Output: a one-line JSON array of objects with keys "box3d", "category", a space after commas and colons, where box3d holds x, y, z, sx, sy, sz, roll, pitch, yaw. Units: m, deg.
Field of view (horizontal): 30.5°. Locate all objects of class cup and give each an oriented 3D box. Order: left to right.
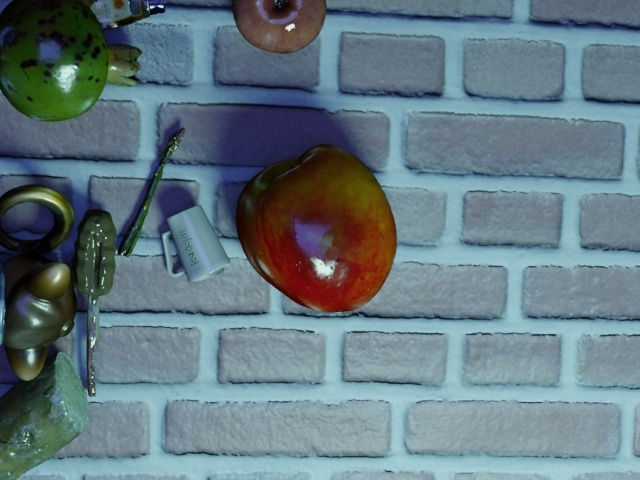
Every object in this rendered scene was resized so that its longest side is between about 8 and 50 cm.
[{"box3d": [-0.211, 0.012, 1.906, 0.104, 0.074, 0.116, -24, 92, 22], "category": "cup"}]

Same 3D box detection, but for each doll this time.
[{"box3d": [-0.541, 0.068, 1.794, 0.339, 0.209, 0.318, 6, 106, -9], "category": "doll"}]

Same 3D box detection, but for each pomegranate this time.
[{"box3d": [-0.392, -0.283, 1.819, 0.247, 0.202, 0.202, -3, 93, -38], "category": "pomegranate"}]

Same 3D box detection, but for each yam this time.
[{"box3d": [-0.502, 0.321, 1.836, 0.330, 0.133, 0.133, -37, 96, -3], "category": "yam"}]

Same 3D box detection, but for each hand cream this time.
[{"box3d": [-0.332, -0.372, 1.887, 0.163, 0.039, 0.062, -9, 109, -6], "category": "hand cream"}]

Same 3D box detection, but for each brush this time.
[{"box3d": [-0.366, 0.102, 1.880, 0.071, 0.084, 0.301, 2, 97, -9], "category": "brush"}]

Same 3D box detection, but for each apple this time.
[{"box3d": [-0.066, -0.375, 1.882, 0.153, 0.120, 0.154, 0, 93, -8], "category": "apple"}]

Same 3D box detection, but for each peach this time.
[{"box3d": [0.000, 0.000, 1.877, 0.248, 0.245, 0.275, -28, 108, 22], "category": "peach"}]

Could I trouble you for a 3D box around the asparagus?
[{"box3d": [-0.274, -0.081, 1.912, 0.023, 0.022, 0.233, 24, 89, 13], "category": "asparagus"}]
